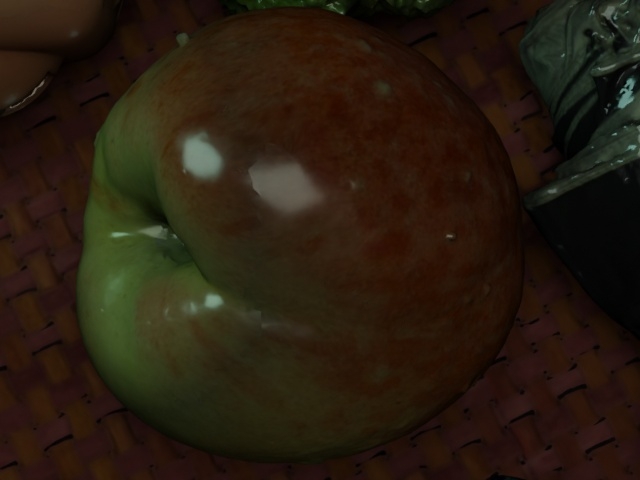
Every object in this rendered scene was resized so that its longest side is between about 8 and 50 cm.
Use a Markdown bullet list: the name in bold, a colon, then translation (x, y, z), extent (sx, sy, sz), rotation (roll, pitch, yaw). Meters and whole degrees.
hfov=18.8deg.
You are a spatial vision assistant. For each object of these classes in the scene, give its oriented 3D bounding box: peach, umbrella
- **peach**: translation (0.000, 0.000, 0.926), extent (0.232, 0.232, 0.232), rotation (0, 79, -2)
- **umbrella**: translation (0.193, 0.039, 0.955), extent (0.113, 0.106, 0.358), rotation (-22, 81, 34)

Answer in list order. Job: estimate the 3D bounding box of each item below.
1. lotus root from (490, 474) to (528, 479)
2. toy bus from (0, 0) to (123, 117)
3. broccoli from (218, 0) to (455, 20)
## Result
- **lotus root**: translation (0.063, 0.266, 0.891), extent (0.173, 0.173, 0.309), rotation (21, 80, 2)
- **toy bus**: translation (-0.218, -0.172, 0.958), extent (0.287, 0.194, 0.232), rotation (0, 92, -2)
- **broccoli**: translation (0.052, -0.216, 0.910), extent (0.254, 0.302, 0.186), rotation (-37, 85, -13)
